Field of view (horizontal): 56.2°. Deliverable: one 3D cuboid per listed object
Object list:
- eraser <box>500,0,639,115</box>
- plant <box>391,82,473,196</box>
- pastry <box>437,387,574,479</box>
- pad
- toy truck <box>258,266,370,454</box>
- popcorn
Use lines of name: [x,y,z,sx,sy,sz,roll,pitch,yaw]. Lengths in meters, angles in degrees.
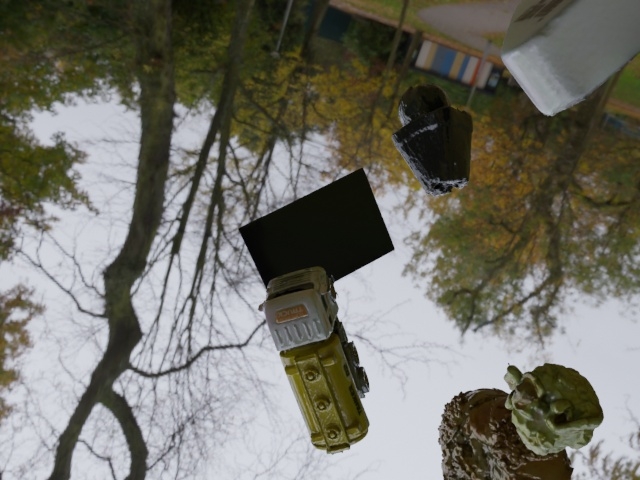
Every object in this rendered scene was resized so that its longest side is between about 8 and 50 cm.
eraser: [0.447,-0.368,1.047,0.150,0.331,0.331,44,-167,-17]
plant: [0.260,-0.234,1.369,0.164,0.256,0.141,-21,167,41]
pastry: [0.356,0.439,1.234,0.161,0.255,0.310,8,173,-33]
pad: [0.000,0.000,1.047,0.245,0.170,0.006,-28,-164,-12]
toy truck: [-0.002,0.156,0.785,0.097,0.227,0.114,-16,-166,10]
popcorn: [0.365,0.262,0.939,0.162,0.142,0.135,7,-165,42]
